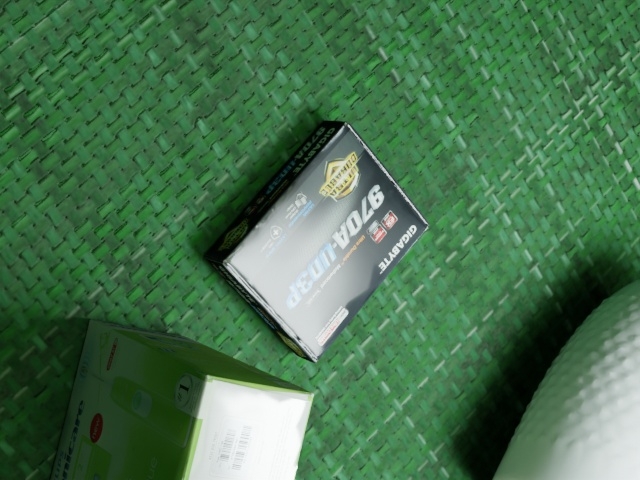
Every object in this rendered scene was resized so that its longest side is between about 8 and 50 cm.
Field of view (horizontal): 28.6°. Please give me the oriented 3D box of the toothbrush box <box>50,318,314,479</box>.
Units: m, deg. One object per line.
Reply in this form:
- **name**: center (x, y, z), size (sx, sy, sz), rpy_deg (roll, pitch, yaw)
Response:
- **toothbrush box**: center (-0.147, 0.209, 1.231), size (0.122, 0.283, 0.206), rpy_deg (14, 90, -31)

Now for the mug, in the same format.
- **mug**: center (0.422, 0.247, 1.625), size (0.328, 0.276, 0.374), rpy_deg (-60, 152, -18)

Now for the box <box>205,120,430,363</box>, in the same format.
- **box**: center (0.000, 0.000, 1.427), size (0.220, 0.051, 0.175), rpy_deg (-49, 118, -17)
